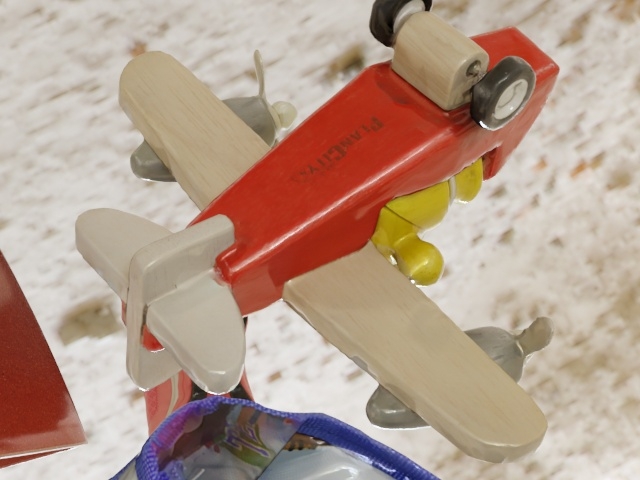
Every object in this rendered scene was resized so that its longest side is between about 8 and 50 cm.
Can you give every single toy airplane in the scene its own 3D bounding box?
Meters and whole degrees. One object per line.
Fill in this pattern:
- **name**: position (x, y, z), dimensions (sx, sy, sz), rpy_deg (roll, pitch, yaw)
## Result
- **toy airplane**: position (0.000, 0.000, 1.141), dimensions (0.385, 0.386, 0.272), rpy_deg (0, 150, 10)

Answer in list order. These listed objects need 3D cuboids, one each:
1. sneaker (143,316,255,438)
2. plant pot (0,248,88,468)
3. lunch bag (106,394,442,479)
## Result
- **sneaker**: position (-0.120, 0.148, 1.381), dimensions (0.116, 0.313, 0.136), rpy_deg (1, 177, -19)
- **plant pot**: position (-0.338, 0.051, 0.860), dimensions (0.267, 0.235, 0.267), rpy_deg (-17, 172, 13)
- **lunch bag**: position (0.000, 0.286, 0.684), dimensions (0.239, 0.385, 0.328), rpy_deg (-43, 176, -45)
